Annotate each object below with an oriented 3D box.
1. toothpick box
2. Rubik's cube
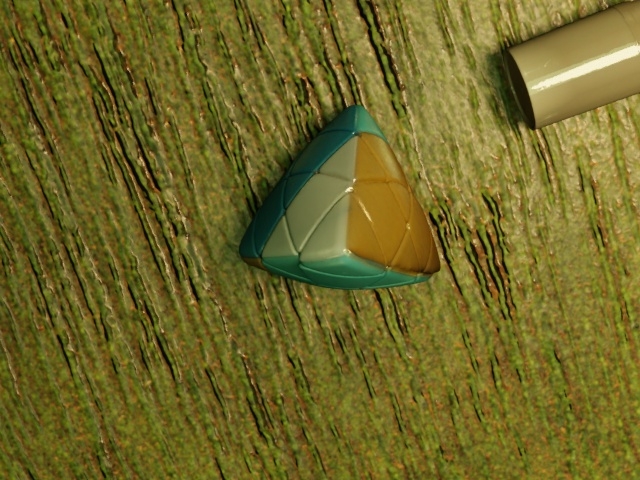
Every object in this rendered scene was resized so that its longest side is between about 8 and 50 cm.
[{"bbox_3d":[0.325,-0.213,1.130,0.180,0.111,0.111,-21,99,4],"label":"toothpick box"},{"bbox_3d":[0.000,0.000,1.114,0.254,0.254,0.255,0,99,0],"label":"Rubik's cube"}]
